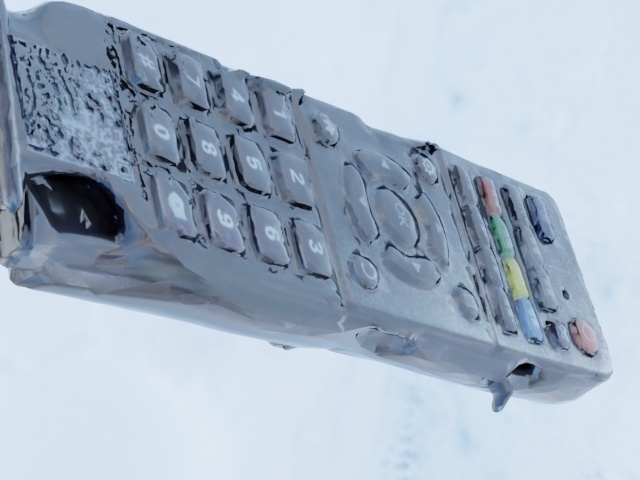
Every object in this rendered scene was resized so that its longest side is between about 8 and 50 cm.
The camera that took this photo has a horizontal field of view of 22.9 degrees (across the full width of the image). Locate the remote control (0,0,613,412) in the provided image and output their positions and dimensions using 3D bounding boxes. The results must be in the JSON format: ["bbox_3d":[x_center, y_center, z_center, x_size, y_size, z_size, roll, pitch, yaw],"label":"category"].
[{"bbox_3d":[0.000,0.000,0.737,0.062,0.398,0.145,-32,57,32],"label":"remote control"}]
